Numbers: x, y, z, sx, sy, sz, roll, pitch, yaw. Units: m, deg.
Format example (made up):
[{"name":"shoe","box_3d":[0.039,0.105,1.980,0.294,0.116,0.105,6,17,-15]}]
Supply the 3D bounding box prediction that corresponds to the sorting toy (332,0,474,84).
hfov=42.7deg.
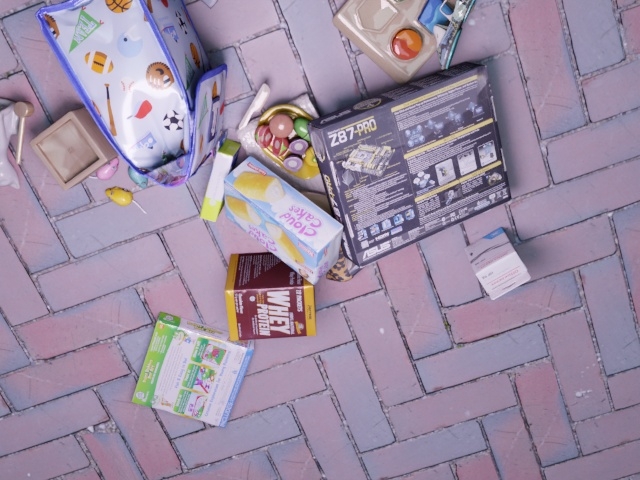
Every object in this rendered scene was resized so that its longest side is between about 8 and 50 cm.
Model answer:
[{"name":"sorting toy","box_3d":[0.137,-0.498,1.683,0.307,0.041,0.229,39,107,-16]}]

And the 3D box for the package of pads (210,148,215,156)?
[{"name":"package of pads","box_3d":[-0.272,-0.213,1.804,0.083,0.032,0.050,5,109,-4]}]

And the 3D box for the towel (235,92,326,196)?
[{"name":"towel","box_3d":[-0.050,-0.164,1.822,0.187,0.049,0.282,-24,112,8]}]

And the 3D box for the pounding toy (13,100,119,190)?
[{"name":"pounding toy","box_3d":[-0.571,-0.218,1.768,0.181,0.094,0.206,-32,100,16]}]

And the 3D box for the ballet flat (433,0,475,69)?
[{"name":"ballet flat","box_3d":[0.267,-0.446,1.670,0.070,0.070,0.189,19,108,-9]}]

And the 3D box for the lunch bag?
[{"name":"lunch bag","box_3d":[-0.321,-0.314,1.589,0.238,0.328,0.386,-21,105,10]}]

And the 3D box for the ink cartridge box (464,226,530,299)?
[{"name":"ink cartridge box","box_3d":[0.399,0.050,1.852,0.104,0.180,0.060,-31,111,11]}]

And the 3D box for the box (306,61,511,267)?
[{"name":"box","box_3d":[0.197,-0.162,1.733,0.394,0.097,0.318,-24,115,-14]}]

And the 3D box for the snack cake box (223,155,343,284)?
[{"name":"snack cake box","box_3d":[-0.082,-0.042,1.750,0.264,0.089,0.152,37,153,17]}]

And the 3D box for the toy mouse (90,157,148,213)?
[{"name":"toy mouse","box_3d":[-0.444,-0.145,1.830,0.160,0.031,0.143,22,111,-10]}]

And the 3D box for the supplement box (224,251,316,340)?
[{"name":"supplement box","box_3d":[-0.110,0.122,1.867,0.194,0.191,0.129,-3,114,-1]}]

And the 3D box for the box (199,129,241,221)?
[{"name":"box","box_3d":[-0.218,-0.142,1.794,0.042,0.109,0.178,17,112,-3]}]

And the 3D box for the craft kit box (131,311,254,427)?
[{"name":"craft kit box","box_3d":[-0.316,0.324,2.027,0.246,0.061,0.250,17,112,-11]}]

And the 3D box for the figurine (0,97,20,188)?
[{"name":"figurine","box_3d":[-0.759,-0.206,1.776,0.214,0.092,0.210,6,121,-5]}]

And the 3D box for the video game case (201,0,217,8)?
[{"name":"video game case","box_3d":[-0.261,-0.630,1.627,0.274,0.026,0.196,40,107,-16]}]

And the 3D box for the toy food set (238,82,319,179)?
[{"name":"toy food set","box_3d":[-0.071,-0.215,1.737,0.217,0.071,0.128,37,107,-13]}]

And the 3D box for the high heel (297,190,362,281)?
[{"name":"high heel","box_3d":[0.000,0.000,1.851,0.261,0.093,0.186,35,133,-22]}]
